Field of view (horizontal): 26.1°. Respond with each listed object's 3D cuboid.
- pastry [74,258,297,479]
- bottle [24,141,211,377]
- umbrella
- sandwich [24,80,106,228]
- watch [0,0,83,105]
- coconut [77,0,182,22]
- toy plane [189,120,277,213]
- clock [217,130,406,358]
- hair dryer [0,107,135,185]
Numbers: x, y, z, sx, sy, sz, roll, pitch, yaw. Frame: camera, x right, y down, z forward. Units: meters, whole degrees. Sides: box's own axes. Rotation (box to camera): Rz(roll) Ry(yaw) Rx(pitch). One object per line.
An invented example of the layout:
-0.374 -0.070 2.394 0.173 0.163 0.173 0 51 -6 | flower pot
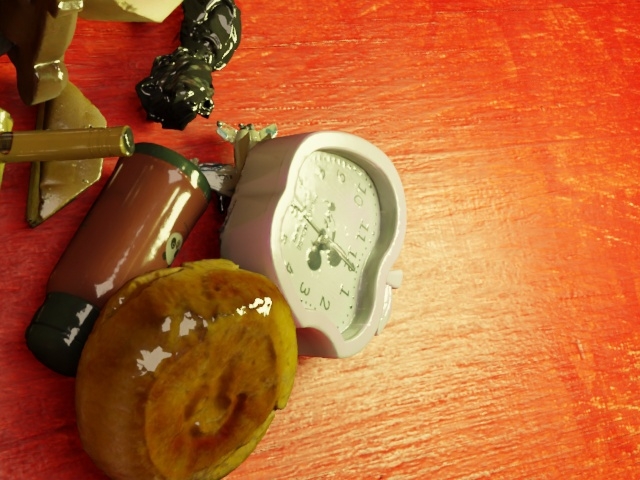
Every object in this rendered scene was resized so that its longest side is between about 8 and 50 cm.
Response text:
-0.175 0.180 1.824 0.356 0.164 0.356 -30 136 -34 | pastry
-0.281 0.031 1.887 0.144 0.144 0.336 37 59 -17 | bottle
-0.183 -0.285 2.080 0.122 0.110 0.272 32 56 -19 | umbrella
-0.355 -0.124 1.926 0.088 0.090 0.244 10 67 -25 | sandwich
-0.484 -0.349 1.757 0.327 0.335 0.314 -7 68 -31 | watch
-0.292 -0.423 1.978 0.259 0.259 0.259 10 69 -29 | coconut
-0.103 -0.051 2.069 0.192 0.088 0.262 1 84 -26 | toy plane
0.000 0.000 2.043 0.338 0.102 0.339 3 86 -51 | clock
-0.378 -0.113 1.821 0.090 0.278 0.135 51 41 -61 | hair dryer
